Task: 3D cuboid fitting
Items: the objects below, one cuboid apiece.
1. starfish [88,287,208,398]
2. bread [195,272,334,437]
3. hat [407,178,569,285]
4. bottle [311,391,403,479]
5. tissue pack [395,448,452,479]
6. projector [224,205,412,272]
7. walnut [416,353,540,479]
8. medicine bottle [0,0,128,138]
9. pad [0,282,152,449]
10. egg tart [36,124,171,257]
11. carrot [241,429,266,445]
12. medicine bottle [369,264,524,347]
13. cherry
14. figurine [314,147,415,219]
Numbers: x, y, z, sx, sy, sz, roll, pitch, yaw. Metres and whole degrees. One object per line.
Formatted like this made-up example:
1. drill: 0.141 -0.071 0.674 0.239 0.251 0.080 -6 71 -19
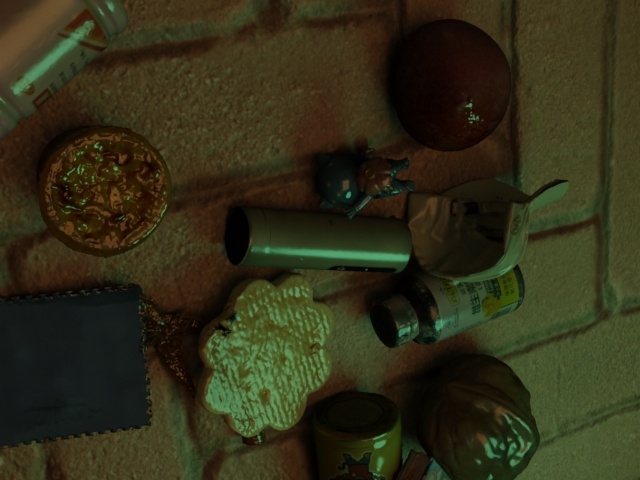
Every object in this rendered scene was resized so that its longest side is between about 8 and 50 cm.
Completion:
1. starfish: -0.296 0.167 1.618 0.247 0.050 0.138 25 93 -25
2. bread: -0.096 0.202 1.701 0.316 0.054 0.316 -10 105 -42
3. hat: 0.331 -0.026 1.791 0.301 0.258 0.168 -19 108 -36
4. bottle: 0.084 0.485 1.851 0.172 0.171 0.351 -16 112 -24
5. tissue pack: 0.196 0.484 1.810 0.115 0.065 0.155 -60 139 -23
6. projector: 0.000 0.000 1.692 0.338 0.108 0.108 4 104 -29
7. walnut: 0.317 0.366 1.909 0.273 0.227 0.273 -13 117 -28
8. medicine bottle: -0.444 -0.271 1.304 0.316 0.202 0.202 -44 121 -9
9. pad: -0.415 0.206 1.550 0.269 0.012 0.269 -4 108 -14
10. egg tart: -0.344 -0.085 1.450 0.203 0.147 0.202 -8 108 -27
11. carrot: -0.138 0.310 1.750 0.048 0.048 0.139 -21 112 -22
12. medicine bottle: 0.243 0.115 1.840 0.293 0.141 0.141 -19 114 -22
13. cherry: 0.244 -0.269 1.669 0.206 0.239 0.239 -4 108 -36
14. figurine: 0.083 -0.109 1.688 0.144 0.178 0.114 -34 117 -61
